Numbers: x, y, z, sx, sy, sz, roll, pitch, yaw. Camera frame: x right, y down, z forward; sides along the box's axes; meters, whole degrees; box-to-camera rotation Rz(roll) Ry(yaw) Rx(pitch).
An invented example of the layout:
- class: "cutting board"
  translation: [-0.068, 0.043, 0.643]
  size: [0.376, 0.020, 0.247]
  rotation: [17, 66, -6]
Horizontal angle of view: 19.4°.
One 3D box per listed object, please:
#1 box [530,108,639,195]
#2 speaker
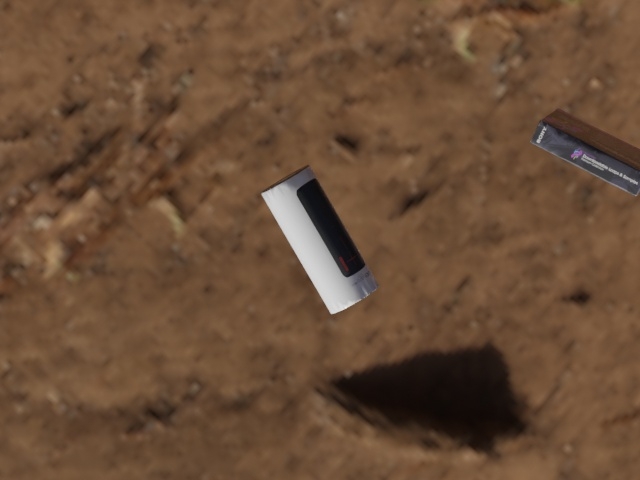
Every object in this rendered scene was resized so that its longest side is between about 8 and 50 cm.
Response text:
- class: "box"
  translation: [0.270, -0.088, 1.831]
  size: [0.029, 0.116, 0.162]
  rotation: [-64, 171, 12]
- class: "speaker"
  translation: [0.000, 0.000, 1.767]
  size: [0.055, 0.136, 0.055]
  rotation: [-29, -176, 2]
